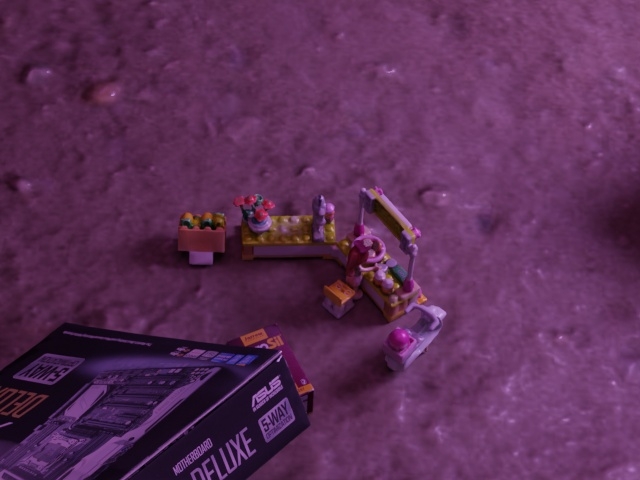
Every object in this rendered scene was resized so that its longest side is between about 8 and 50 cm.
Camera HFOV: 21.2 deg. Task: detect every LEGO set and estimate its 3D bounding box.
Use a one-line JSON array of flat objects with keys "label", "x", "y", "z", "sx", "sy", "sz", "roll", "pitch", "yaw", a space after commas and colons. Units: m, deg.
[{"label": "LEGO set", "x": 0.000, "y": 0.000, "z": 1.648, "sx": 0.287, "sy": 0.107, "sz": 0.132, "roll": 28, "pitch": 56, "yaw": 17}]

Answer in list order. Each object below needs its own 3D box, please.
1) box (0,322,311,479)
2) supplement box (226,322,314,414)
[{"label": "box", "x": -0.198, "y": 0.171, "z": 1.408, "sx": 0.307, "sy": 0.077, "sz": 0.242, "roll": 4, "pitch": 32, "yaw": 48}, {"label": "supplement box", "x": -0.047, "y": 0.127, "z": 1.588, "sx": 0.055, "sy": 0.043, "sz": 0.083, "roll": -21, "pitch": 56, "yaw": -17}]
